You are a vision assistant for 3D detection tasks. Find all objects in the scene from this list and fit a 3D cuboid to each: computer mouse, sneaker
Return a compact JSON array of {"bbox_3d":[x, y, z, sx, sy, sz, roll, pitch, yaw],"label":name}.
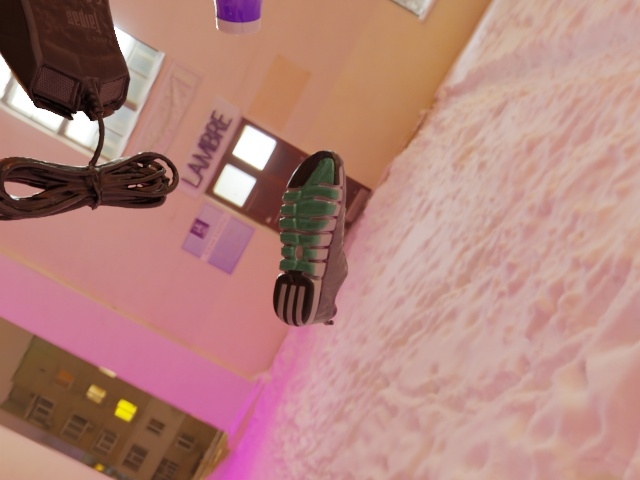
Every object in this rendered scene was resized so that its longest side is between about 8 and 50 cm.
[{"bbox_3d":[-0.209,-0.130,0.437,0.060,0.261,0.184,-17,5,30],"label":"computer mouse"},{"bbox_3d":[0.000,0.000,0.831,0.098,0.083,0.223,16,-94,-55],"label":"sneaker"}]

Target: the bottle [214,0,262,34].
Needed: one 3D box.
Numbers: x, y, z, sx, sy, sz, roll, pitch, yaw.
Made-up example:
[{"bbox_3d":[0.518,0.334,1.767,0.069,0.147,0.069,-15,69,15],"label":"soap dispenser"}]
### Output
[{"bbox_3d":[-0.112,-0.426,0.875,0.118,0.092,0.282,-35,-37,-38],"label":"bottle"}]
